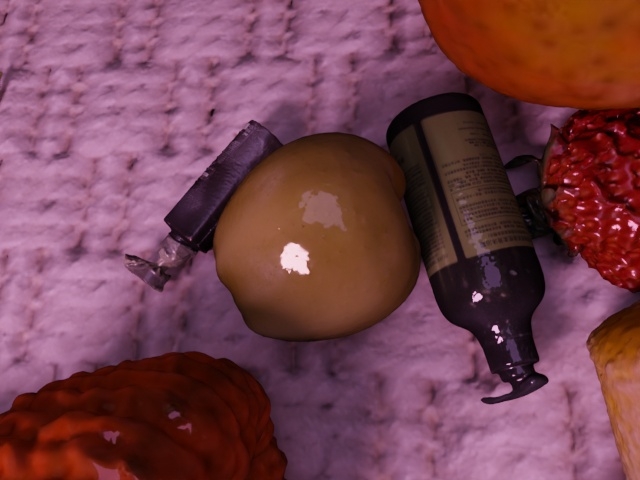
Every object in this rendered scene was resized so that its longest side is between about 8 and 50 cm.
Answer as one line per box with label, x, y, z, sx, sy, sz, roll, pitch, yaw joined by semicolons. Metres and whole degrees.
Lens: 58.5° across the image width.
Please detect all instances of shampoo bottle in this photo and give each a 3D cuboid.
shampoo bottle;0.144;0.004;0.538;0.101;0.101;0.284;-15;71;4
shampoo bottle;-0.122;-0.036;0.614;0.063;0.057;0.208;36;80;17

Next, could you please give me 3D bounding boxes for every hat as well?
hat;-0.230;0.208;0.443;0.399;0.285;0.286;3;73;15

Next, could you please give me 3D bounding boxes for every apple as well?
apple;0.000;0.000;0.519;0.199;0.200;0.200;-3;72;8

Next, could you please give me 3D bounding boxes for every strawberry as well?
strawberry;0.316;-0.051;0.527;0.285;0.106;0.189;-1;74;8

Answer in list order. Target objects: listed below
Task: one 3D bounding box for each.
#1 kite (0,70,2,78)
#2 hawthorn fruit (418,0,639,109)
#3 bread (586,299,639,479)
kite;-0.483;-0.080;0.708;0.169;0.015;0.310;21;79;14
hawthorn fruit;0.268;-0.334;0.457;0.470;0.472;0.473;-3;72;8
bread;0.315;0.118;0.441;0.196;0.197;0.171;-7;84;6
